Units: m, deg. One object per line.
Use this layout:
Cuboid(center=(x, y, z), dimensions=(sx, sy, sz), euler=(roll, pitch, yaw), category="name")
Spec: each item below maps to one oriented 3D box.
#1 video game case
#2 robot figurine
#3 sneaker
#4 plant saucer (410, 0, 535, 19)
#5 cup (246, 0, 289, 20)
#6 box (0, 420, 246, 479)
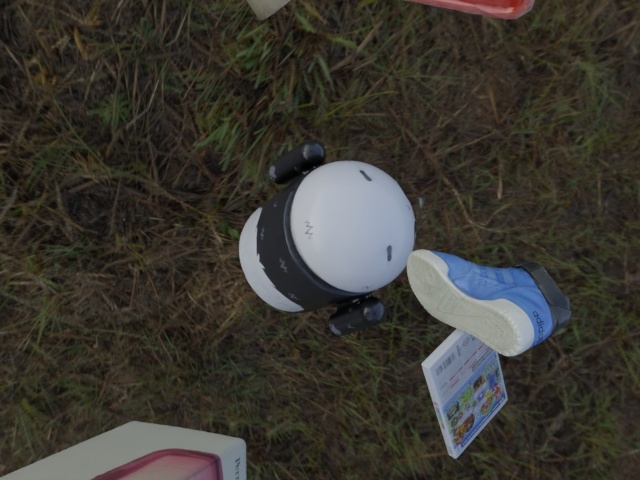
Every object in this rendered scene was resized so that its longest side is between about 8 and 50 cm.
Cuboid(center=(0.137, 0.133, 0.582), dimensions=(0.087, 0.011, 0.122), euler=(-37, 124, -28), category="video game case")
Cuboid(center=(0.002, 0.001, 0.821), dimensions=(0.209, 0.278, 0.173), euler=(36, 60, -17), category="robot figurine")
Cuboid(center=(0.151, 0.043, 0.558), dimensions=(0.085, 0.152, 0.058), euler=(-17, 117, -27), category="sneaker")
Cuboid(center=(-0.011, -0.242, 0.266), dimensions=(0.258, 0.259, 0.047), euler=(19, 56, 20), category="plant saucer")
Cuboid(center=(-0.027, -0.470, 0.748), dimensions=(0.331, 0.331, 0.237), euler=(-47, 112, -11), category="cup")
Cuboid(center=(-0.163, 0.244, 0.465), dimensions=(0.127, 0.232, 0.148), euler=(1, 91, 21), category="box")
